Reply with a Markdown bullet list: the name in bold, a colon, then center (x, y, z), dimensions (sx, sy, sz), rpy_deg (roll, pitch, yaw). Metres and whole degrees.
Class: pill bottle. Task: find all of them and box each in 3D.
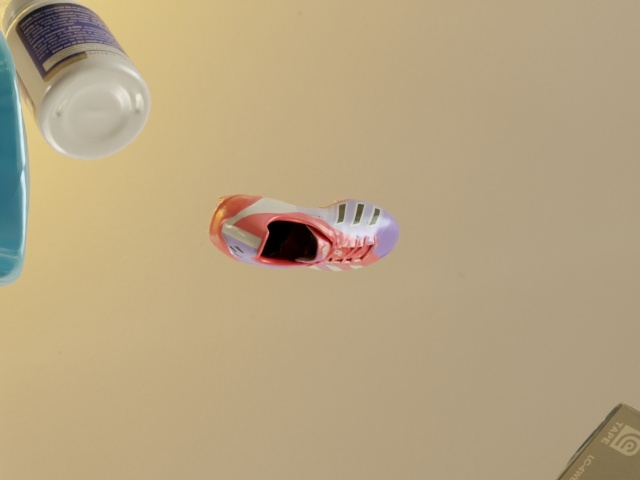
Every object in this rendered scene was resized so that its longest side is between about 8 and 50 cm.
- **pill bottle**: center (-0.254, -0.176, 0.940), dimensions (0.112, 0.112, 0.186), rpy_deg (-34, -128, -4)

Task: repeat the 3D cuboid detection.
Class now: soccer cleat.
- **soccer cleat**: center (0.000, 0.000, 0.956), dimensions (0.248, 0.095, 0.083), rpy_deg (7, -72, -41)

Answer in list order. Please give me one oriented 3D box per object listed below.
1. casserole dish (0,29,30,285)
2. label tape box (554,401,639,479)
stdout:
- **casserole dish**: center (-0.145, -0.041, 0.337), dimensions (0.037, 0.188, 0.114), rpy_deg (-4, -96, -5)
- **label tape box**: center (0.359, 0.289, 0.671), dimensions (0.115, 0.348, 0.249), rpy_deg (-48, -52, -13)
